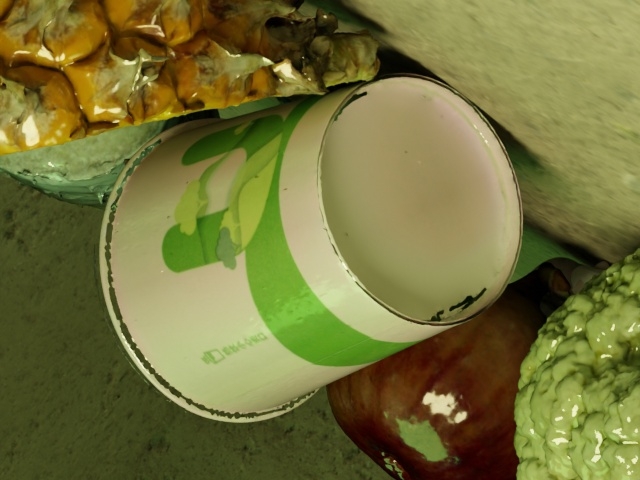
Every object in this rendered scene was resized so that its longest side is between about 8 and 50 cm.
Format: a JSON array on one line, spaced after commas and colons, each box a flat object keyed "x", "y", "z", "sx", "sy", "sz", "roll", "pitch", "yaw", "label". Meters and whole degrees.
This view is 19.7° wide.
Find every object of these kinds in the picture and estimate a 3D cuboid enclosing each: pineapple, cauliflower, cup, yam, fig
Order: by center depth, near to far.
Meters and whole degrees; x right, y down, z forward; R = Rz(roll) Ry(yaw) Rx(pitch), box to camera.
[{"x": -0.113, "y": -0.184, "z": 1.262, "sx": 0.344, "sy": 0.286, "sz": 0.209, "roll": -139, "pitch": 38, "yaw": -78, "label": "pineapple"}, {"x": 0.000, "y": 0.000, "z": 1.411, "sx": 0.253, "sy": 0.253, "sz": 0.274, "roll": 34, "pitch": 151, "yaw": -25, "label": "cup"}, {"x": 0.277, "y": 0.162, "z": 1.419, "sx": 0.281, "sy": 0.260, "sz": 0.327, "roll": 34, "pitch": -173, "yaw": 17, "label": "cauliflower"}, {"x": 0.121, "y": 0.126, "z": 1.610, "sx": 0.235, "sy": 0.214, "sz": 0.235, "roll": 17, "pitch": 135, "yaw": 18, "label": "fig"}, {"x": -0.215, "y": -0.142, "z": 1.760, "sx": 0.241, "sy": 0.241, "sz": 0.348, "roll": 31, "pitch": 177, "yaw": 8, "label": "yam"}]

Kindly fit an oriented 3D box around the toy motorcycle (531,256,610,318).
[{"x": 0.283, "y": 0.081, "z": 1.622, "sx": 0.254, "sy": 0.112, "sz": 0.112, "roll": 30, "pitch": 175, "yaw": 34, "label": "toy motorcycle"}]

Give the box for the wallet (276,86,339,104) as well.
[{"x": 0.041, "y": -0.091, "z": 1.553, "sx": 0.155, "sy": 0.039, "sz": 0.110, "roll": 29, "pitch": -173, "yaw": 21, "label": "wallet"}]
